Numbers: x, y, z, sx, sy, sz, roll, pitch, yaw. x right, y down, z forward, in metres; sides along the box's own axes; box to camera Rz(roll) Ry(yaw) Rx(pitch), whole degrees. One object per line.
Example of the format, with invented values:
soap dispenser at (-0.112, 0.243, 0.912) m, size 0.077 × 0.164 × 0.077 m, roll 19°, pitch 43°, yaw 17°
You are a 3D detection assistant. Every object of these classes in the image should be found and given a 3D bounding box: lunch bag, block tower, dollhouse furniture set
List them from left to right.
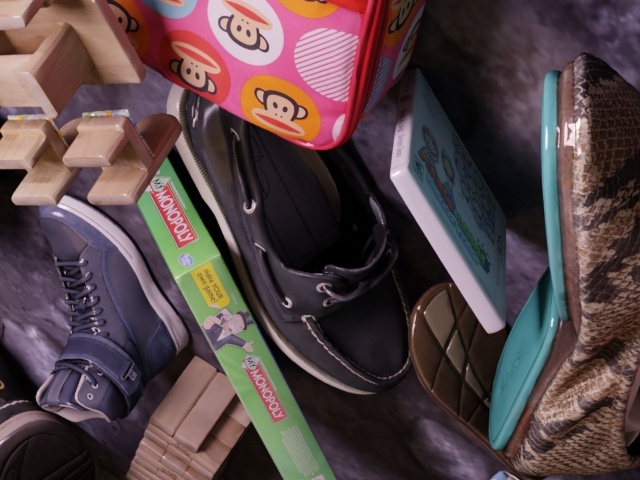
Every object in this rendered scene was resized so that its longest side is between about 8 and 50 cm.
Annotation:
dollhouse furniture set at (-0.230, -0.157, 1.214) m, size 0.242 × 0.161 × 0.212 m, roll 1°, pitch 136°, yaw 33°
block tower at (-0.161, 0.256, 1.850) m, size 0.091 × 0.097 × 0.335 m, roll 34°, pitch 148°, yaw 4°
lunch bag at (-0.060, -0.223, 1.157) m, size 0.293 × 0.120 × 0.258 m, roll 29°, pitch 142°, yaw 14°

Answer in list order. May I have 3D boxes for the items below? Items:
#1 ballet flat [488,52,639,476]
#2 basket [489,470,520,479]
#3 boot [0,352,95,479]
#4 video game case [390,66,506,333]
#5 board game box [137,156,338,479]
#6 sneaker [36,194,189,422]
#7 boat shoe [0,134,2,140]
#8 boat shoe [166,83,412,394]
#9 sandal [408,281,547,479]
ballet flat at (0.230, 0.035, 1.208) m, size 0.182 × 0.164 × 0.483 m, roll 5°, pitch 147°, yaw 4°
basket at (0.172, 0.387, 1.537) m, size 0.254 × 0.289 × 0.201 m, roll 32°, pitch 141°, yaw 10°
boot at (-0.364, 0.202, 1.826) m, size 0.284 × 0.138 × 0.377 m, roll 49°, pitch 168°, yaw 24°
video game case at (0.098, -0.031, 1.230) m, size 0.019 × 0.143 × 0.157 m, roll -22°, pitch 120°, yaw 21°
board game box at (-0.081, 0.081, 1.498) m, size 0.213 × 0.046 × 0.317 m, roll 55°, pitch 172°, yaw 52°
sneaker at (-0.238, 0.078, 1.638) m, size 0.086 × 0.163 × 0.226 m, roll -4°, pitch 129°, yaw 46°
boat shoe at (-0.366, -0.053, 1.650) m, size 0.092 × 0.103 × 0.285 m, roll 41°, pitch 150°, yaw -18°
boat shoe at (0.003, -0.003, 1.357) m, size 0.113 × 0.127 × 0.340 m, roll 7°, pitch 129°, yaw 54°
sandal at (0.141, 0.125, 1.451) m, size 0.219 × 0.090 × 0.060 m, roll 47°, pitch 167°, yaw -29°
